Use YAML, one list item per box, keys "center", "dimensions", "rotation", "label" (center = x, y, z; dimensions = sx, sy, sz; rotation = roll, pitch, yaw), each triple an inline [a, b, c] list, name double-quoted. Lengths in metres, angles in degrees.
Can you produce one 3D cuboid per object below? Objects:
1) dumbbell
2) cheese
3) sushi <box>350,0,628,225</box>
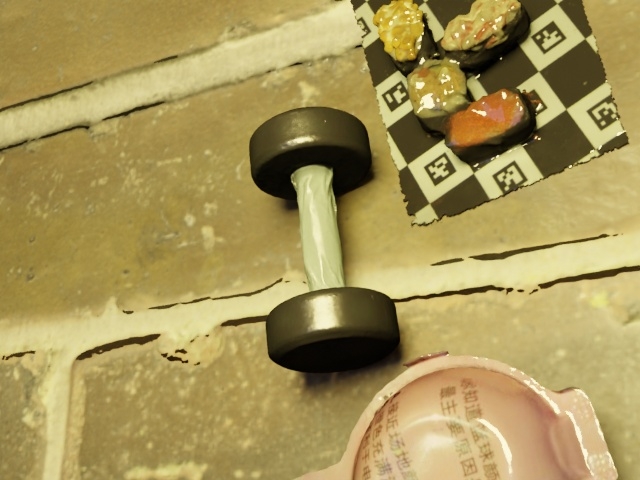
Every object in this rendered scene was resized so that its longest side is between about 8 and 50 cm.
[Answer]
- center: [0.000, 0.000, 0.722]
  dimensions: [0.100, 0.100, 0.191]
  rotation: [-19, 62, 24]
  label: "dumbbell"
- center: [0.059, 0.182, 0.631]
  dimensions: [0.286, 0.074, 0.188]
  rotation: [-30, 58, 23]
  label: "cheese"
- center: [0.113, -0.164, 0.751]
  dimensions: [0.193, 0.043, 0.279]
  rotation: [-21, 62, 23]
  label: "sushi"
